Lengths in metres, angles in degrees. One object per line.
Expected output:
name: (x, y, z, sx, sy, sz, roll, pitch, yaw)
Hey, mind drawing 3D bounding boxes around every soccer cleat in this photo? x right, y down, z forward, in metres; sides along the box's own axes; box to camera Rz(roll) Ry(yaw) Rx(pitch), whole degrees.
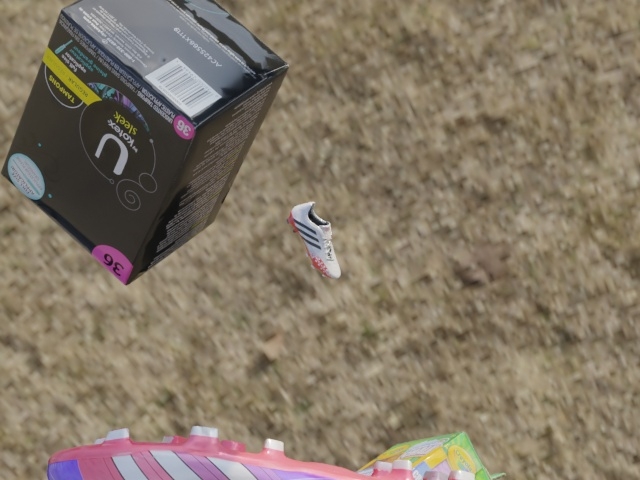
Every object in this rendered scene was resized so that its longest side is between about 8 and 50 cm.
soccer cleat: (-0.027, 0.158, 0.917, 0.248, 0.083, 0.095, 9, 76, -16)
soccer cleat: (0.000, 0.000, 1.663, 0.035, 0.083, 0.029, -29, 6, 30)

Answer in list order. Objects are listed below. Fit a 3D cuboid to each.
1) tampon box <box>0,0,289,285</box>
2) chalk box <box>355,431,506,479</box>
tampon box: (-0.117, -0.077, 1.101, 0.120, 0.161, 0.101, 41, 45, 11)
chalk box: (0.109, 0.293, 1.820, 0.213, 0.132, 0.132, -30, 5, -38)
